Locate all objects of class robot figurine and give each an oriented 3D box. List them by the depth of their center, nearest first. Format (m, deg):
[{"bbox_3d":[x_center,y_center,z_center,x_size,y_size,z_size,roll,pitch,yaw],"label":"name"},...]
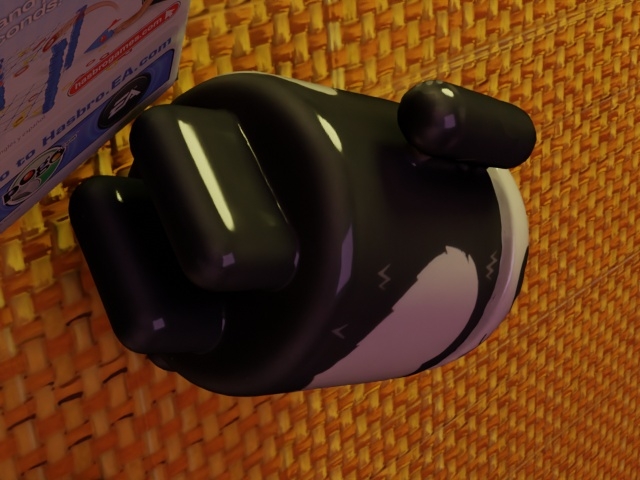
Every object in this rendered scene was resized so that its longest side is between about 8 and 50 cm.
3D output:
[{"bbox_3d":[0.002,0.001,0.566,0.278,0.209,0.173,3,92,-50],"label":"robot figurine"}]

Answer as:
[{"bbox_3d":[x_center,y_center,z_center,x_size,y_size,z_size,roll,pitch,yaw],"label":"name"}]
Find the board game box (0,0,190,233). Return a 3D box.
[{"bbox_3d":[-0.164,-0.059,0.306,0.308,0.086,0.302,-46,175,-25],"label":"board game box"}]
